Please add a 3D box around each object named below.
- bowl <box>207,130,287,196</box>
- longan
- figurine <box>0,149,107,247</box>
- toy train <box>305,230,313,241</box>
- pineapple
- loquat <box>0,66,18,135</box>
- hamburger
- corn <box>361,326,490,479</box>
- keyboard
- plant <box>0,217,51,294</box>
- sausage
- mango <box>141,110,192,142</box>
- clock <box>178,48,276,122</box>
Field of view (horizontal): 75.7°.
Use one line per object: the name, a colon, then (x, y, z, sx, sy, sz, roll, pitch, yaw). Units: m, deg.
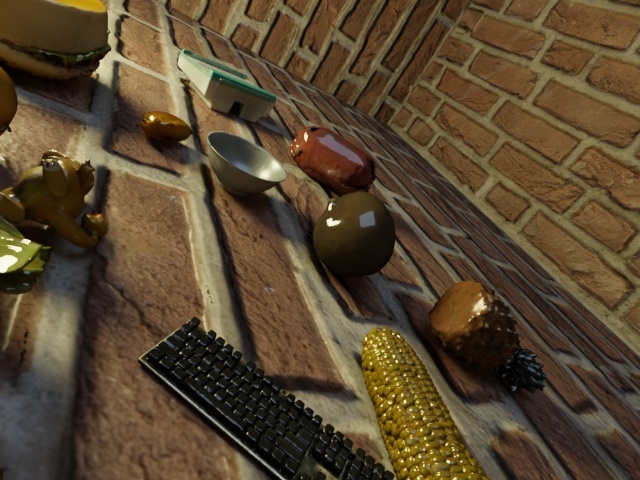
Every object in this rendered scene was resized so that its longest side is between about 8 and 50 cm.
bowl: (-0.175, -0.154, 0.910, 0.189, 0.086, 0.189, 27, 27, -15)
longan: (0.071, -0.011, 0.853, 0.189, 0.189, 0.189, 27, 25, -14)
figurine: (-0.331, -0.055, 0.547, 0.122, 0.121, 0.176, 59, -4, -30)
toy train: (0.000, 0.000, 0.922, 0.083, 0.017, 0.017, 22, 25, -25)
pineapple: (0.356, 0.208, 0.838, 0.279, 0.158, 0.157, 40, 22, -19)
loquat: (-0.479, -0.186, 0.533, 0.141, 0.141, 0.141, 27, 25, -14)
hamburger: (-0.584, -0.445, 0.833, 0.300, 0.176, 0.300, 27, 27, -15)
corn: (0.126, 0.242, 0.537, 0.102, 0.101, 0.312, 21, 25, -27)
keyboard: (-0.055, 0.204, 0.471, 0.317, 0.027, 0.106, 36, 25, 6)
plant: (-0.404, -0.059, 0.341, 0.306, 0.296, 0.261, 0, 7, -27)
sausage: (0.040, -0.239, 1.258, 0.280, 0.152, 0.152, 32, 24, 0)
mango: (-0.338, -0.245, 0.907, 0.077, 0.063, 0.127, 35, 19, 15)
clock: (-0.316, -0.507, 1.372, 0.262, 0.116, 0.231, 5, 32, -49)
